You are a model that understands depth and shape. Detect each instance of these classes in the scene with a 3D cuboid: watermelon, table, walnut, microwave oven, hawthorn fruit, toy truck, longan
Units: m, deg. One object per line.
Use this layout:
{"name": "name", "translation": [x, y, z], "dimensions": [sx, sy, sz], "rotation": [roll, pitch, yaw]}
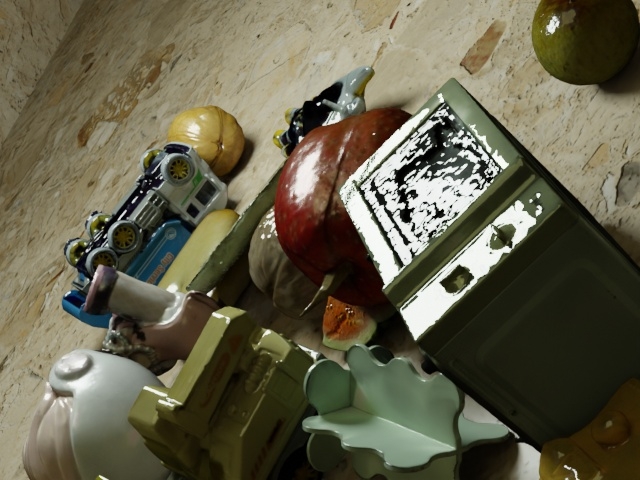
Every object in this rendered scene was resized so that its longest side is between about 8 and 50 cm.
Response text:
{"name": "watermelon", "translation": [0.051, 0.078, 1.730], "dimensions": [0.125, 0.094, 0.135], "rotation": [-33, 26, 53]}
{"name": "table", "translation": [0.093, 0.211, 1.431], "dimensions": [0.198, 0.166, 0.166], "rotation": [13, 64, 52]}
{"name": "walnut", "translation": [0.001, 0.001, 1.832], "dimensions": [0.230, 0.178, 0.178], "rotation": [-45, 26, -8]}
{"name": "microwave oven", "translation": [0.194, 0.035, 1.359], "dimensions": [0.218, 0.286, 0.355], "rotation": [-44, 28, 10]}
{"name": "walnut", "translation": [-0.222, -0.193, 2.454], "dimensions": [0.144, 0.144, 0.180], "rotation": [-49, 16, -3]}
{"name": "hawthorn fruit", "translation": [0.069, -0.043, 1.641], "dimensions": [0.258, 0.258, 0.262], "rotation": [-37, 21, 21]}
{"name": "toy truck", "translation": [-0.323, -0.001, 2.306], "dimensions": [0.367, 0.175, 0.146], "rotation": [-53, 28, -10]}
{"name": "longan", "translation": [0.349, -0.289, 1.699], "dimensions": [0.145, 0.176, 0.155], "rotation": [-33, 41, -4]}
{"name": "toy truck", "translation": [-0.143, 0.282, 1.564], "dimensions": [0.181, 0.254, 0.405], "rotation": [17, 68, 44]}

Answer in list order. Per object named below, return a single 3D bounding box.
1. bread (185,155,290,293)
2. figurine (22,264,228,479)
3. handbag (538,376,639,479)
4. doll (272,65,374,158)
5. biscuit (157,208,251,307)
{"name": "bread", "translation": [-0.116, -0.017, 1.966], "dimensions": [0.267, 0.040, 0.267], "rotation": [-52, 3, 4]}
{"name": "figurine", "translation": [-0.293, 0.227, 1.858], "dimensions": [0.211, 0.253, 0.361], "rotation": [2, 58, 40]}
{"name": "handbag", "translation": [0.213, 0.323, 1.133], "dimensions": [0.401, 0.133, 0.283], "rotation": [-46, 21, 4]}
{"name": "doll", "translation": [0.003, -0.201, 2.171], "dimensions": [0.145, 0.103, 0.316], "rotation": [-40, 15, -20]}
{"name": "biscuit", "translation": [-0.194, 0.062, 2.156], "dimensions": [0.237, 0.062, 0.290], "rotation": [3, 54, 57]}
